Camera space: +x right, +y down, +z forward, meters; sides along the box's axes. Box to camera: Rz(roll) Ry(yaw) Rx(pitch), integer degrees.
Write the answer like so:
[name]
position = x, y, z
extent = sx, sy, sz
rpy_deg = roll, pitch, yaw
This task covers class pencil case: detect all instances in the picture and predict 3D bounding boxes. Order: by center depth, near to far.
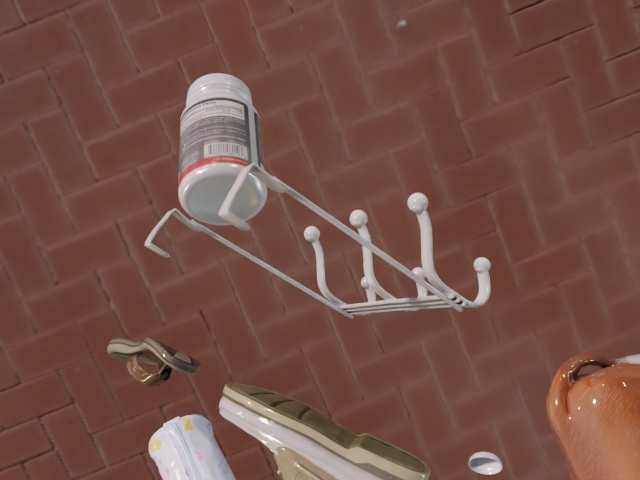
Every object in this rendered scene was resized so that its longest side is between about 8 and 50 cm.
[pencil case]
position = -0.183, 0.412, 1.029
extent = 0.113, 0.273, 0.124
rpy_deg = -34, 140, -3

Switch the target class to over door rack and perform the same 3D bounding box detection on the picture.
[over door rack]
position = 0.000, 0.000, 0.737
extent = 0.324, 0.239, 0.108
rpy_deg = 21, 71, -27

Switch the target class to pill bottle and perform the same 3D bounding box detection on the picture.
[pill bottle]
position = -0.247, -0.235, 1.617
extent = 0.210, 0.363, 0.210
rpy_deg = -5, 143, -4

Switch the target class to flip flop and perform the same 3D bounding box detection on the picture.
[flip flop]
position = -0.325, 0.234, 1.222
extent = 0.112, 0.277, 0.080
rpy_deg = 37, 62, -37

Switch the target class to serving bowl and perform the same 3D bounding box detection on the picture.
[serving bowl]
position = 0.420, 0.561, 1.645
extent = 0.083, 0.027, 0.083
rpy_deg = 9, 133, 9

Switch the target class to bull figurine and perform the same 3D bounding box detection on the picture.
[bull figurine]
position = 0.263, 0.212, 0.437
extent = 0.188, 0.101, 0.310
rpy_deg = -19, 86, -24

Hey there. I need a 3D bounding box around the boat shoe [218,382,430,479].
[boat shoe]
position = -0.014, 0.286, 0.856
extent = 0.302, 0.113, 0.103
rpy_deg = 21, 91, 22
